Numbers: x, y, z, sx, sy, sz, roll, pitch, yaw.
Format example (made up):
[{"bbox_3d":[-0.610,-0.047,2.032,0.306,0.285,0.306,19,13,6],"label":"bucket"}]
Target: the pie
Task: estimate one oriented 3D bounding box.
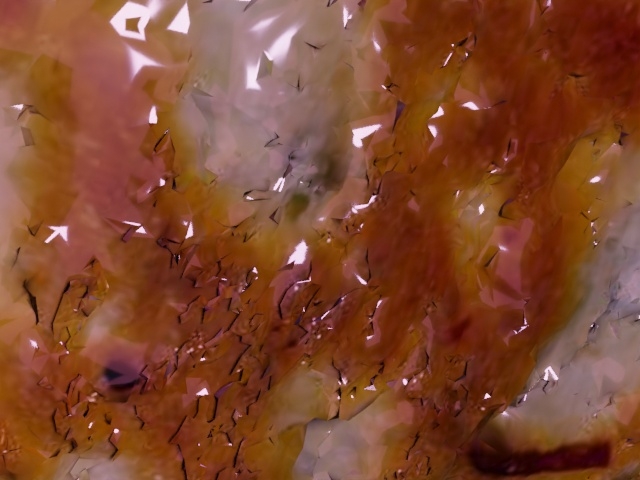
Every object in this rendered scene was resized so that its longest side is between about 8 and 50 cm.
[{"bbox_3d":[0.000,0.000,0.450,0.355,0.103,0.288,5,115,-31],"label":"pie"}]
